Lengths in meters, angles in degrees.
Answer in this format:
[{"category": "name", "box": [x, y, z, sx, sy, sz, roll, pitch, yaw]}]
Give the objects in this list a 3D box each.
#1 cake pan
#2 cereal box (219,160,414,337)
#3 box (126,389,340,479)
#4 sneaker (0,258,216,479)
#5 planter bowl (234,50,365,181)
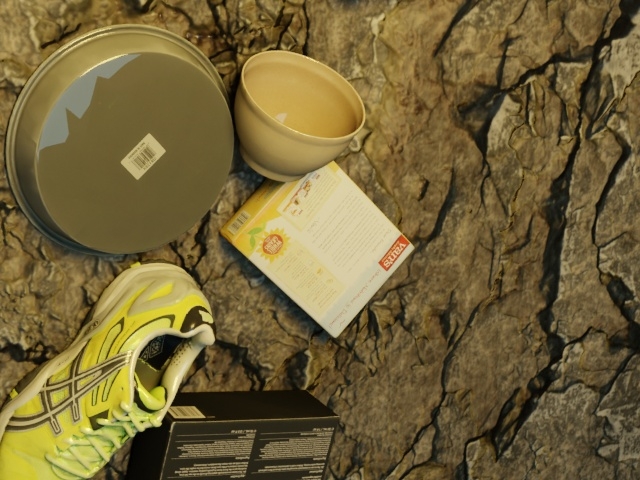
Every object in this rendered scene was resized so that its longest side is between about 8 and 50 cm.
[{"category": "cake pan", "box": [-0.227, -0.110, 1.548, 0.293, 0.054, 0.293, -13, 117, -27]}, {"category": "cereal box", "box": [0.000, 0.000, 1.740, 0.173, 0.047, 0.240, -48, 127, -5]}, {"category": "box", "box": [-0.123, 0.307, 1.765, 0.261, 0.103, 0.184, 4, 105, -33]}, {"category": "sneaker", "box": [-0.276, 0.202, 1.597, 0.145, 0.147, 0.384, 32, 93, -39]}, {"category": "planter bowl", "box": [-0.039, -0.142, 1.601, 0.162, 0.162, 0.109, -2, 138, -31]}]
